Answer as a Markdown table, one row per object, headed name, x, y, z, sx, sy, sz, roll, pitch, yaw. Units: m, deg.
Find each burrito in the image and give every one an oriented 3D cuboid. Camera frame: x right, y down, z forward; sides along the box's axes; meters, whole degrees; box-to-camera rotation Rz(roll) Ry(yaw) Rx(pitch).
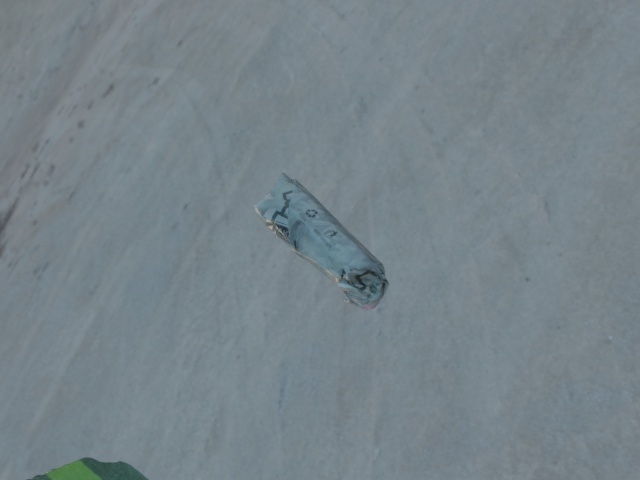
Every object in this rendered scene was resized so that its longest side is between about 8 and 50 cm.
| name | x | y | z | sx | sy | sz | roll | pitch | yaw |
| --- | --- | --- | --- | --- | --- | --- | --- | --- | --- |
| burrito | -0.001 | 0.000 | 0.775 | 0.203 | 0.064 | 0.064 | 44 | 102 | 28 |

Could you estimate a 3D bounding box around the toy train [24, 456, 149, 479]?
| name | x | y | z | sx | sy | sz | roll | pitch | yaw |
| --- | --- | --- | --- | --- | --- | --- | --- | --- | --- |
| toy train | -0.183 | 0.291 | 0.533 | 0.166 | 0.238 | 0.299 | -57 | -13 | 5 |
